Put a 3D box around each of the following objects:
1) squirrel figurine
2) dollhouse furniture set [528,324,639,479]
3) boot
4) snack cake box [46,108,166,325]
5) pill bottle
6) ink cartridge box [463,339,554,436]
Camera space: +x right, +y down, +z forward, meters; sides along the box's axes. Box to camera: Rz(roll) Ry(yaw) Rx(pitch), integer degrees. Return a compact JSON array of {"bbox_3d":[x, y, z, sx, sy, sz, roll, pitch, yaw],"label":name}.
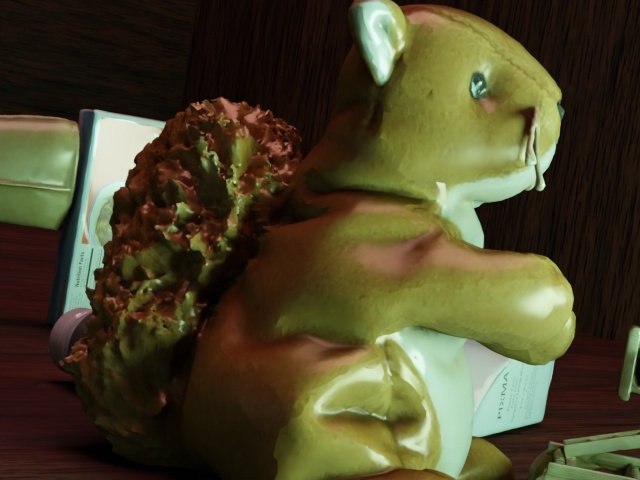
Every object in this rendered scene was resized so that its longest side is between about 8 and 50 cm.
[{"bbox_3d":[0.000,0.000,1.126,0.397,0.370,0.281,11,3,19],"label":"squirrel figurine"},{"bbox_3d":[0.210,0.144,1.095,0.101,0.161,0.182,10,2,8],"label":"dollhouse furniture set"},{"bbox_3d":[-0.425,-0.037,1.737,0.270,0.236,0.089,6,12,-23],"label":"boot"},{"bbox_3d":[-0.231,-0.016,1.813,0.152,0.264,0.089,9,2,-22],"label":"snack cake box"},{"bbox_3d":[-0.185,0.105,1.383,0.078,0.078,0.137,7,3,-44],"label":"pill bottle"},{"bbox_3d":[0.038,0.130,1.574,0.308,0.091,0.385,11,2,27],"label":"ink cartridge box"}]
